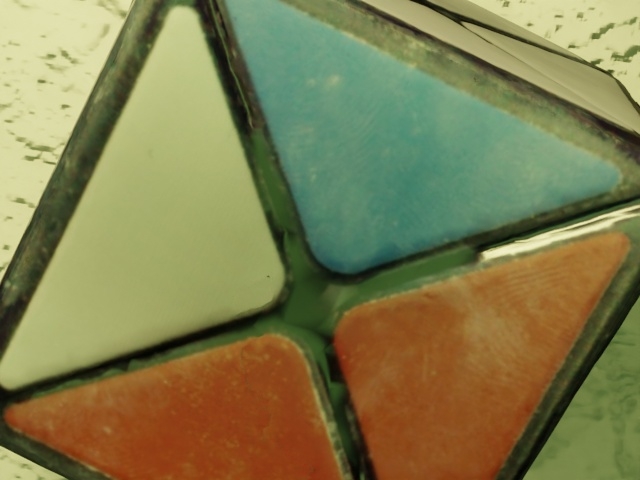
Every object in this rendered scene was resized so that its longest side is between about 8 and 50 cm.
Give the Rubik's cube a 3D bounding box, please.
[{"bbox_3d":[0.000,0.000,1.083,0.305,0.310,0.307,26,105,-6],"label":"Rubik's cube"}]
